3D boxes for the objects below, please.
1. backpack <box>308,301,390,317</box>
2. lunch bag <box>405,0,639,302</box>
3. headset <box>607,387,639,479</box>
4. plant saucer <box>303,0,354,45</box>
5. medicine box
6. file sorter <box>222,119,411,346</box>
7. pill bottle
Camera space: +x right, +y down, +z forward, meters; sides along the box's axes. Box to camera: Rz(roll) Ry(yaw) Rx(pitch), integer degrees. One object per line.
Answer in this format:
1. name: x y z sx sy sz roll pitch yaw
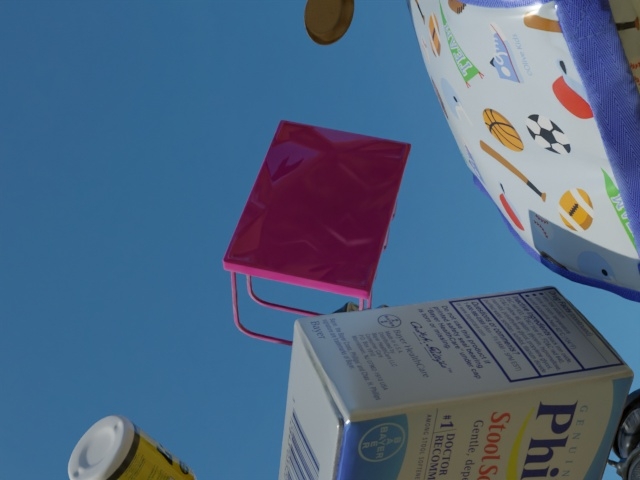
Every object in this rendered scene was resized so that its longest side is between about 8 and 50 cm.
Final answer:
1. backpack: 0.098 0.239 1.826 0.253 0.191 0.225 39 -138 -48
2. lunch bag: 0.239 -0.155 0.985 0.239 0.385 0.328 -24 -65 6
3. headset: 0.499 0.287 1.508 0.243 0.394 0.185 -76 -11 -70
4. plant saucer: 0.007 -0.285 1.285 0.083 0.015 0.083 -22 -54 -35
5. medicine box: 0.118 0.204 1.004 0.289 0.149 0.263 -6 -57 -19
6. file sorter: 0.000 0.000 1.519 0.182 0.202 0.291 92 -167 -49
7. pill bottle: -0.256 0.357 1.517 0.208 0.119 0.119 47 -117 -31
